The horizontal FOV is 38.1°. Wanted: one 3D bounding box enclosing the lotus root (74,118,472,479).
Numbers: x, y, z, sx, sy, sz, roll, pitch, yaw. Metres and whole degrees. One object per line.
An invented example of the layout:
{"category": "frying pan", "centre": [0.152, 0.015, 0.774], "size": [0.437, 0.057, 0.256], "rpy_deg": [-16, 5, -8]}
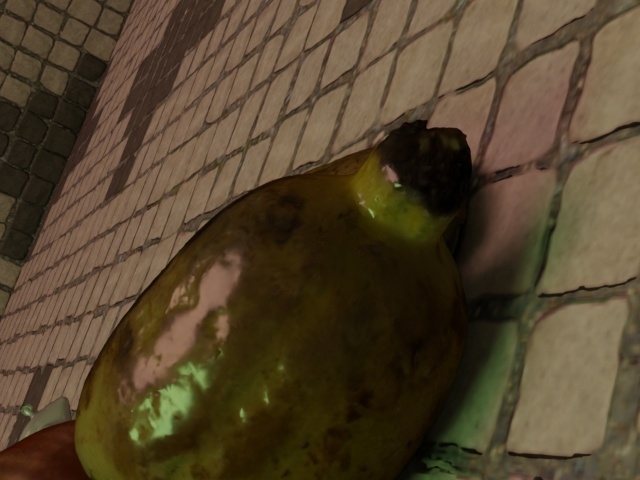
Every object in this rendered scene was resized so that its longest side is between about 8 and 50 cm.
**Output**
{"category": "lotus root", "centre": [-0.020, 0.068, 0.496], "size": [0.314, 0.169, 0.141], "rpy_deg": [-51, 11, 13]}

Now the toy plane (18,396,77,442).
{"category": "toy plane", "centre": [-0.312, 0.309, 1.008], "size": [0.182, 0.107, 0.273], "rpy_deg": [-179, 108, -72]}

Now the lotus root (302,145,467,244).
{"category": "lotus root", "centre": [0.000, 0.000, 0.625], "size": [0.258, 0.097, 0.110], "rpy_deg": [-32, 36, 49]}

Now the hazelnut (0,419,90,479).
{"category": "hazelnut", "centre": [-0.140, 0.222, 0.619], "size": [0.214, 0.176, 0.215], "rpy_deg": [1, 92, 37]}
